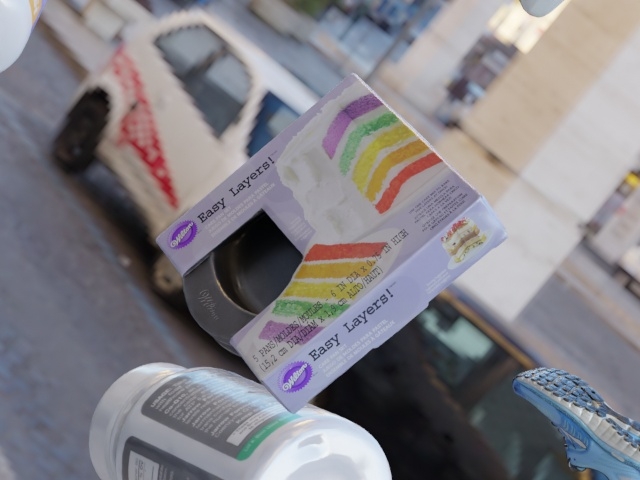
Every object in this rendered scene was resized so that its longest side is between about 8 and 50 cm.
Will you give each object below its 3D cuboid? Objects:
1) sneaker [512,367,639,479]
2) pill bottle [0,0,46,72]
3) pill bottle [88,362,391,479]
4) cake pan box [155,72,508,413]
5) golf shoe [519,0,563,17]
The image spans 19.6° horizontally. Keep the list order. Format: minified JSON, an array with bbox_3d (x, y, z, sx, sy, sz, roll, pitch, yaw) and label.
[{"bbox_3d":[0.238,0.180,1.720,0.162,0.073,0.063,38,26,27],"label":"sneaker"},{"bbox_3d":[-0.334,-0.248,1.758,0.152,0.152,0.272,36,39,-20],"label":"pill bottle"},{"bbox_3d":[-0.101,0.255,2.073,0.204,0.204,0.361,34,-10,-35],"label":"pill bottle"},{"bbox_3d":[0.000,0.000,1.697,0.070,0.267,0.246,51,0,-42],"label":"cake pan box"},{"bbox_3d":[0.275,-0.303,1.967,0.067,0.186,0.086,21,35,-27],"label":"golf shoe"}]
